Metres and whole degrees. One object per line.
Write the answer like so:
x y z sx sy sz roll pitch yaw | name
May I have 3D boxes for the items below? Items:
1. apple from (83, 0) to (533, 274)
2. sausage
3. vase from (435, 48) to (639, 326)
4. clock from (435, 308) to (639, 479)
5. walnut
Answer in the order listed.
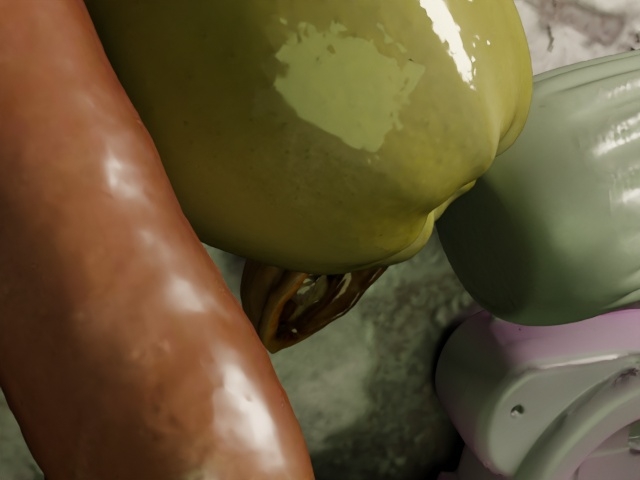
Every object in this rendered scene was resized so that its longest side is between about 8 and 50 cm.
-0.010 -0.079 0.561 0.200 0.200 0.200 -8 115 -16 | apple
-0.125 -0.072 0.467 0.094 0.094 0.419 -31 82 31 | sausage
0.184 -0.046 0.689 0.248 0.128 0.128 -22 119 -20 | vase
0.178 0.153 0.794 0.227 0.090 0.248 -6 117 -17 | clock
0.000 0.000 0.675 0.121 0.052 0.091 -46 161 8 | walnut
